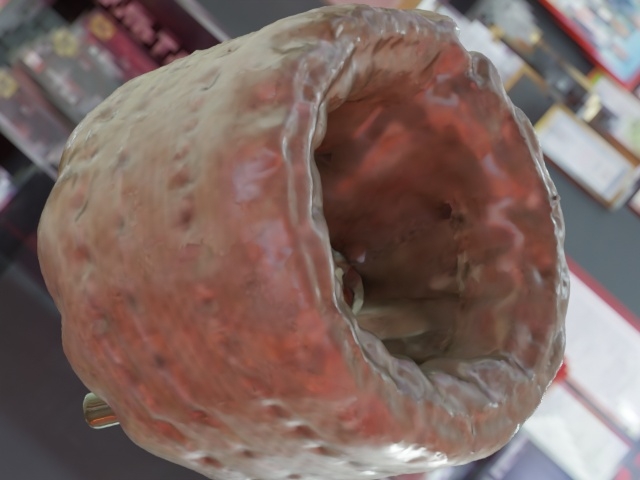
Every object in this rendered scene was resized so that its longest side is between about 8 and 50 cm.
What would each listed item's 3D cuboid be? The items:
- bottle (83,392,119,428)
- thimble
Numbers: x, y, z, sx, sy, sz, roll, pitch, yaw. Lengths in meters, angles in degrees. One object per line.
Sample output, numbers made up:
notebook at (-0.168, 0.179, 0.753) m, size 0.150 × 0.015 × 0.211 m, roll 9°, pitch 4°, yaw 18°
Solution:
bottle at (-0.151, 0.131, 1.512) m, size 0.083 × 0.030 × 0.030 m, roll -14°, pitch -175°, yaw 14°
thimble at (0.000, 0.000, 1.081) m, size 0.195 × 0.291 × 0.291 m, roll -16°, pitch -161°, yaw 39°
